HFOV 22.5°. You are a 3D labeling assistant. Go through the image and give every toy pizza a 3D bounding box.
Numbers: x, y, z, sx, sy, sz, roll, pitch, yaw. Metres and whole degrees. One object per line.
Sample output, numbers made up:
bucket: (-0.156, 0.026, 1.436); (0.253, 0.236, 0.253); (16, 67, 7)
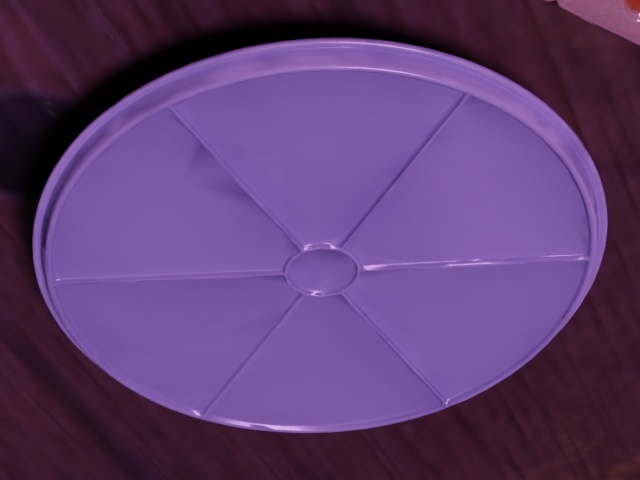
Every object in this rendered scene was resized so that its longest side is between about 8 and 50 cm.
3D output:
toy pizza: (0.000, 0.000, 0.572); (0.201, 0.032, 0.201); (-2, 138, -2)

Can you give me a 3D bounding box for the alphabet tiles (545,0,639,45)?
alphabet tiles: (0.144, -0.163, 0.424); (0.343, 0.011, 0.285); (18, 133, -24)
